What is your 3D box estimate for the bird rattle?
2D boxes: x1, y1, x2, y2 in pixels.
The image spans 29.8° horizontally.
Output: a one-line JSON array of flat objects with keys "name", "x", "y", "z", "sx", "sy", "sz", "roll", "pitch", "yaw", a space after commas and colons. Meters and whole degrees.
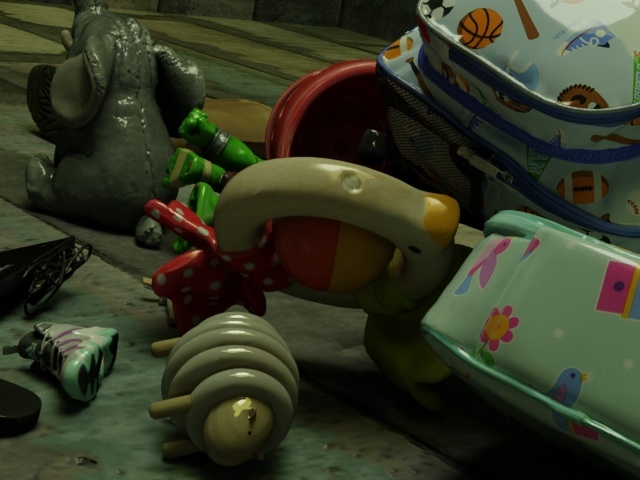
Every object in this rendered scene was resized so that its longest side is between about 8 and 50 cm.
[{"name": "bird rattle", "x": 0.000, "y": 0.000, "z": 0.837, "sx": 0.253, "sy": 0.143, "sz": 0.207, "roll": 22, "pitch": -29, "yaw": 3}]

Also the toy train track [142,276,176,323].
[{"name": "toy train track", "x": -0.118, "y": 0.049, "z": 0.956, "sx": 0.048, "sy": 0.014, "sz": 0.083, "roll": 13, "pitch": 19, "yaw": -16}]

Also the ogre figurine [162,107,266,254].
[{"name": "ogre figurine", "x": -0.072, "y": -0.027, "z": 1.077, "sx": 0.118, "sy": 0.097, "sz": 0.197, "roll": 21, "pitch": 20, "yaw": -28}]

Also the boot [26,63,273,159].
[{"name": "boot", "x": -0.202, "y": -0.154, "z": 1.524, "sx": 0.236, "sy": 0.089, "sz": 0.269, "roll": 32, "pitch": 25, "yaw": 31}]

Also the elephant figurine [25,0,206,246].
[{"name": "elephant figurine", "x": -0.200, "y": -0.142, "z": 1.165, "sx": 0.186, "sy": 0.240, "sz": 0.169, "roll": 13, "pitch": 15, "yaw": 10}]

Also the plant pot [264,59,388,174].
[{"name": "plant pot", "x": 0.038, "y": -0.093, "z": 1.252, "sx": 0.191, "sy": 0.191, "sz": 0.174, "roll": 7, "pitch": 9, "yaw": -10}]

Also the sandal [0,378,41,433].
[{"name": "sandal", "x": -0.249, "y": 0.071, "z": 0.733, "sx": 0.179, "sy": 0.040, "sz": 0.067, "roll": 14, "pitch": 16, "yaw": 15}]

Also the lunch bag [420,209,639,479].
[{"name": "lunch bag", "x": 0.206, "y": 0.092, "z": 0.697, "sx": 0.279, "sy": 0.108, "sz": 0.224, "roll": 26, "pitch": -7, "yaw": 39}]

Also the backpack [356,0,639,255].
[{"name": "backpack", "x": 0.198, "y": -0.100, "z": 0.817, "sx": 0.263, "sy": 0.276, "sz": 0.213, "roll": 45, "pitch": -10, "yaw": 22}]

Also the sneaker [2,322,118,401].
[{"name": "sneaker", "x": -0.174, "y": 0.076, "z": 0.779, "sx": 0.069, "sy": 0.038, "sz": 0.098, "roll": 9, "pitch": 5, "yaw": 1}]

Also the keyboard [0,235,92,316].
[{"name": "keyboard", "x": -0.236, "y": 0.038, "z": 0.907, "sx": 0.100, "sy": 0.038, "sz": 0.192, "roll": -11, "pitch": 12, "yaw": 13}]

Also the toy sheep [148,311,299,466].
[{"name": "toy sheep", "x": -0.056, "y": 0.085, "z": 0.723, "sx": 0.091, "sy": 0.091, "sz": 0.132, "roll": 7, "pitch": 34, "yaw": -12}]
